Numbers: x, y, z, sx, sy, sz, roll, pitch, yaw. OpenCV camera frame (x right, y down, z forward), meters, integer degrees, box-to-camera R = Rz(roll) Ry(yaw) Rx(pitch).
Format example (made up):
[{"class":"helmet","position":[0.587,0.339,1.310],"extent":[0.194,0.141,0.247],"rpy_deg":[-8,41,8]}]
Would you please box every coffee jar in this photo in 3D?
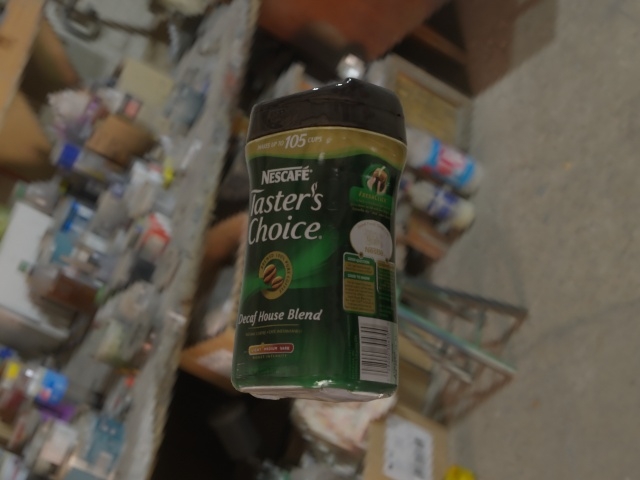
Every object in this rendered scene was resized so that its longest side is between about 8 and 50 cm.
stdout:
[{"class":"coffee jar","position":[0.000,0.000,0.773],"extent":[0.096,0.079,0.184],"rpy_deg":[-9,74,45]}]
